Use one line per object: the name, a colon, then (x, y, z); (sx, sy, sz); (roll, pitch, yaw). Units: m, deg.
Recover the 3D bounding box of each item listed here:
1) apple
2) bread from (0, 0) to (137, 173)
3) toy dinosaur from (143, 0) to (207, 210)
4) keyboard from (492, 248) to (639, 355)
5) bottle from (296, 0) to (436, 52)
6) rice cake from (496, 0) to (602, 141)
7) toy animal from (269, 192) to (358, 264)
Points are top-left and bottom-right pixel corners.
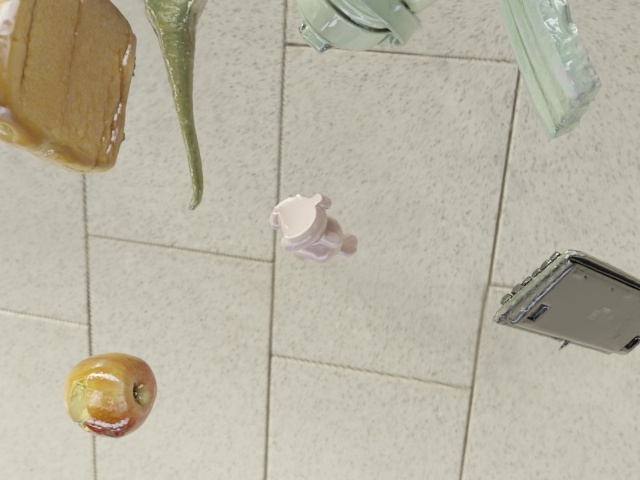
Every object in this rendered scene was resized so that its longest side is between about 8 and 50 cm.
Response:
apple: (-0.447, 0.319, 1.641); (0.199, 0.199, 0.199); (4, 108, 14)
bread: (-0.486, -0.307, 1.390); (0.148, 0.328, 0.337); (-2, 78, 25)
toy dinosaur: (-0.115, -0.186, 0.666); (0.072, 0.200, 0.251); (-15, 66, -11)
keyboard: (0.237, 0.060, 0.679); (0.094, 0.230, 0.025); (-47, 50, 22)
bottle: (0.083, -0.379, 1.020); (0.229, 0.229, 0.351); (50, 138, -4)
rice cake: (0.221, -0.229, 0.801); (0.043, 0.127, 0.237); (-15, 74, -2)
toy animal: (-0.001, 0.002, 1.457); (0.124, 0.212, 0.124); (-13, 59, 23)
